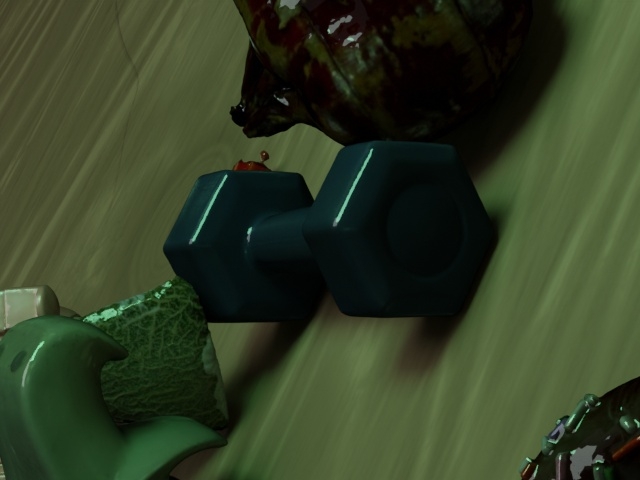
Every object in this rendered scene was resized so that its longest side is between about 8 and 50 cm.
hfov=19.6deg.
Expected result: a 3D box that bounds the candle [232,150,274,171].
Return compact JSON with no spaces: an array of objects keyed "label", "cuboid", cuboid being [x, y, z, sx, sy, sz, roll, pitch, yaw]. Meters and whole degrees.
[{"label":"candle","cuboid":[-0.077,-0.037,1.857,0.052,0.052,0.130,-23,39,49]}]

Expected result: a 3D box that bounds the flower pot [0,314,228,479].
[{"label":"flower pot","cuboid":[-0.223,0.266,1.508,0.367,0.254,0.164,-59,25,-14]}]

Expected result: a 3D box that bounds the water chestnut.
[{"label":"water chestnut","cuboid":[0.047,-0.195,1.613,0.289,0.289,0.244,-88,8,-49]}]

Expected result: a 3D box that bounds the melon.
[{"label":"melon","cuboid":[-0.156,0.087,1.644,0.139,0.202,0.093,-61,23,21]}]

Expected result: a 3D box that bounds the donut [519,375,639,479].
[{"label":"donut","cuboid":[0.194,0.185,1.056,0.270,0.103,0.269,-40,28,26]}]

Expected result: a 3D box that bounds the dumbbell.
[{"label":"dumbbell","cuboid":[0.000,-0.001,1.571,0.144,0.156,0.316,-34,14,-30]}]

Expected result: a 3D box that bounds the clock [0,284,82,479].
[{"label":"clock","cuboid":[-0.281,0.174,1.752,0.142,0.241,0.227,-7,75,9]}]
